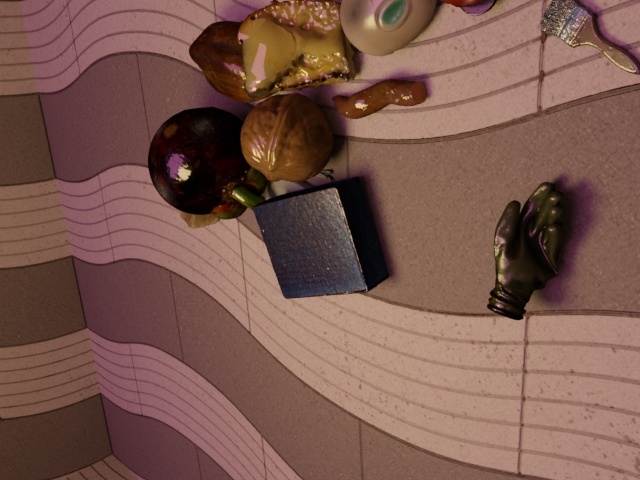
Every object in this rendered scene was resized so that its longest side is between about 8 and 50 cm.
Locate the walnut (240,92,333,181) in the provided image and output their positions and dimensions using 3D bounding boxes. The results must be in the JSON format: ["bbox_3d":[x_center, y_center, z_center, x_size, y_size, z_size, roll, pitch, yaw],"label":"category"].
[{"bbox_3d":[-0.080,-0.238,1.541,0.228,0.228,0.228,24,123,42],"label":"walnut"}]

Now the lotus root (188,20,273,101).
[{"bbox_3d":[-0.201,-0.458,1.647,0.291,0.193,0.193,34,129,40],"label":"lotus root"}]

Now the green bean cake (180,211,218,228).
[{"bbox_3d":[-0.367,-0.131,2.021,0.085,0.109,0.179,44,135,30],"label":"green bean cake"}]

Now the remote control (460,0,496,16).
[{"bbox_3d":[0.238,-0.522,1.175,0.090,0.066,0.266,-37,81,40],"label":"remote control"}]

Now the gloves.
[{"bbox_3d":[0.383,0.020,1.200,0.135,0.107,0.268,19,112,8],"label":"gloves"}]

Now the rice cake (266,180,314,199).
[{"bbox_3d":[-0.067,-0.114,1.731,0.211,0.038,0.124,29,126,39],"label":"rice cake"}]

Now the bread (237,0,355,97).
[{"bbox_3d":[-0.051,-0.443,1.474,0.261,0.162,0.204,-4,105,7],"label":"bread"}]

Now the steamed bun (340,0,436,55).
[{"bbox_3d":[0.123,-0.467,1.278,0.228,0.130,0.177,-23,86,53],"label":"steamed bun"}]

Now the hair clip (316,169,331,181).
[{"bbox_3d":[-0.018,-0.171,1.650,0.115,0.039,0.030,17,124,42],"label":"hair clip"}]

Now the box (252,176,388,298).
[{"bbox_3d":[0.000,0.000,1.606,0.278,0.116,0.262,-9,102,41],"label":"box"}]

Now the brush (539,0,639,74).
[{"bbox_3d":[0.443,-0.325,1.048,0.196,0.021,0.070,48,139,24],"label":"brush"}]

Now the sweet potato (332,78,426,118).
[{"bbox_3d":[0.108,-0.308,1.422,0.281,0.059,0.067,-1,96,49],"label":"sweet potato"}]

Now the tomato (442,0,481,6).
[{"bbox_3d":[0.227,-0.518,1.089,0.227,0.101,0.228,3,97,28],"label":"tomato"}]

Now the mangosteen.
[{"bbox_3d":[-0.302,-0.190,1.757,0.360,0.306,0.306,58,140,20],"label":"mangosteen"}]
